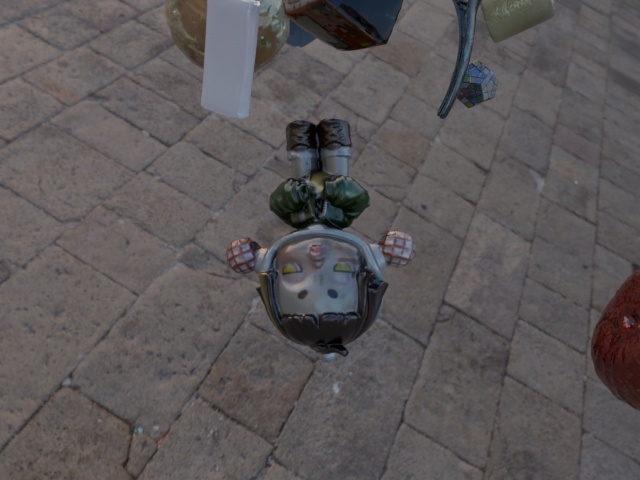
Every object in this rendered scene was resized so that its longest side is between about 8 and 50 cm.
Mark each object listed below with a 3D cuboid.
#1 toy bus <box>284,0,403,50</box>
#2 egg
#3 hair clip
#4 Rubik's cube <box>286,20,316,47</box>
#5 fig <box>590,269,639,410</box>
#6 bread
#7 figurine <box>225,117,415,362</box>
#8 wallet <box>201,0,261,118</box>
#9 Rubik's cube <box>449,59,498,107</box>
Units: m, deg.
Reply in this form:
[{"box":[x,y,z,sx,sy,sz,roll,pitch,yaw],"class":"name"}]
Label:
[{"box":[0.073,-0.381,0.486,0.093,0.092,0.409,20,86,-36],"class":"toy bus"},{"box":[-0.149,-0.374,0.882,0.203,0.203,0.245,35,23,7],"class":"egg"},{"box":[0.239,-0.327,0.917,0.070,0.230,0.039,11,3,37],"class":"hair clip"},{"box":[-0.072,-0.736,1.306,0.351,0.352,0.347,26,84,-19],"class":"Rubik's cube"},{"box":[0.293,0.096,0.409,0.153,0.119,0.119,39,47,21],"class":"fig"},{"box":[0.426,-0.523,1.157,0.148,0.141,0.134,-10,82,-65],"class":"bread"},{"box":[0.000,0.000,0.806,0.281,0.167,0.370,-3,80,6],"class":"figurine"},{"box":[-0.098,-0.195,0.564,0.061,0.122,0.025,20,31,15],"class":"wallet"},{"box":[0.352,-0.358,1.219,0.111,0.093,0.111,37,22,-18],"class":"Rubik's cube"}]
